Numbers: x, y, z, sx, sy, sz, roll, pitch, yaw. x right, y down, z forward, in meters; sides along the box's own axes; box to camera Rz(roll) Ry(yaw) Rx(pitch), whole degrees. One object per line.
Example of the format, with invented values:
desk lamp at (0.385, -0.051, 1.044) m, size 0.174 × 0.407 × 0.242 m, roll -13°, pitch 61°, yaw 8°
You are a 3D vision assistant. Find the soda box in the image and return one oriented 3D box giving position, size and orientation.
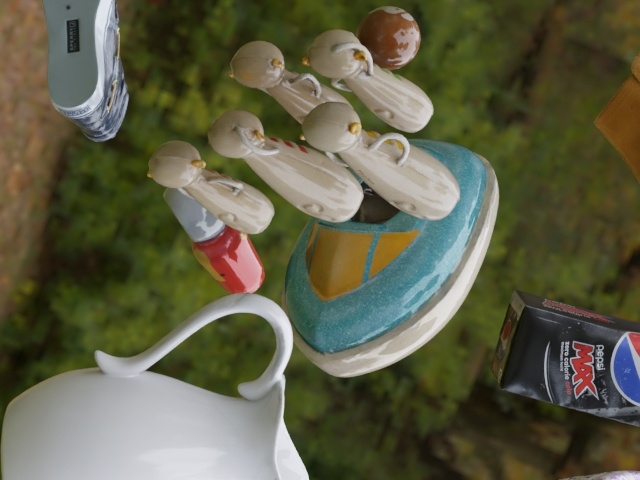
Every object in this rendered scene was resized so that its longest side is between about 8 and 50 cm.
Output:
soda box at (0.189, 0.079, 1.162) m, size 0.060 × 0.169 × 0.053 m, roll -104°, pitch -150°, yaw -82°

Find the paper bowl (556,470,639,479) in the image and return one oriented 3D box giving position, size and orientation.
paper bowl at (0.251, 0.362, 1.847) m, size 0.148 × 0.284 × 0.284 m, roll -14°, pitch -136°, yaw 43°

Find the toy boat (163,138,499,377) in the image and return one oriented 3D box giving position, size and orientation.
toy boat at (0.000, 0.000, 1.869) m, size 0.148 × 0.318 × 0.267 m, roll 59°, pitch 46°, yaw -40°

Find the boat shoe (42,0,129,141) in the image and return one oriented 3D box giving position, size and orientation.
boat shoe at (-0.207, -0.181, 1.754) m, size 0.083 × 0.065 × 0.183 m, roll 60°, pitch 29°, yaw -66°

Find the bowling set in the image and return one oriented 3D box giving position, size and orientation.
bowling set at (-0.010, -0.121, 1.606) m, size 0.287 × 0.154 × 0.200 m, roll -8°, pitch -120°, yaw 45°

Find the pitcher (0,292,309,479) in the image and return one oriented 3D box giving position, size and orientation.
pitcher at (-0.116, 0.125, 1.384) m, size 0.125 × 0.207 × 0.177 m, roll -81°, pitch 168°, yaw -77°

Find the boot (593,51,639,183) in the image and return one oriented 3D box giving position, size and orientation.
boot at (0.423, -0.145, 1.933) m, size 0.295 × 0.211 × 0.104 m, roll -42°, pitch 165°, yaw 22°
